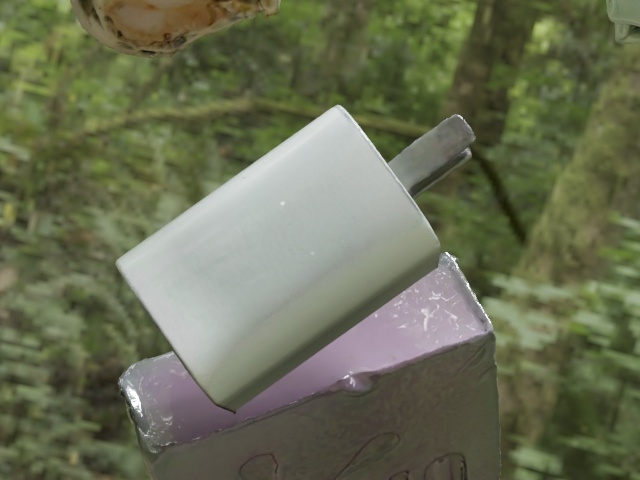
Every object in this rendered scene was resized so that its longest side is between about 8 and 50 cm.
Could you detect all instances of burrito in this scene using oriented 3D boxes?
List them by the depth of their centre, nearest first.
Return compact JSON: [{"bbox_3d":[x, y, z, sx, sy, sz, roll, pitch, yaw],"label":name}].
[{"bbox_3d":[-0.074,-0.226,1.042,0.143,0.105,0.299,19,37,-6],"label":"burrito"}]

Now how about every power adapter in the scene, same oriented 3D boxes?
[{"bbox_3d":[0.000,0.000,1.181,0.124,0.255,0.187,55,-3,7],"label":"power adapter"}]

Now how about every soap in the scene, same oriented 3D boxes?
[{"bbox_3d":[-0.001,0.167,1.402,0.296,0.285,0.107,-21,50,-8],"label":"soap"}]

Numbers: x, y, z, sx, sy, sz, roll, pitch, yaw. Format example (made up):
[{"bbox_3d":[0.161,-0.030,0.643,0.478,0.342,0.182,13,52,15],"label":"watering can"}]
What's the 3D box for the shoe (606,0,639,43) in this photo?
[{"bbox_3d":[0.309,-0.267,1.541,0.132,0.160,0.363,-1,48,-36],"label":"shoe"}]
